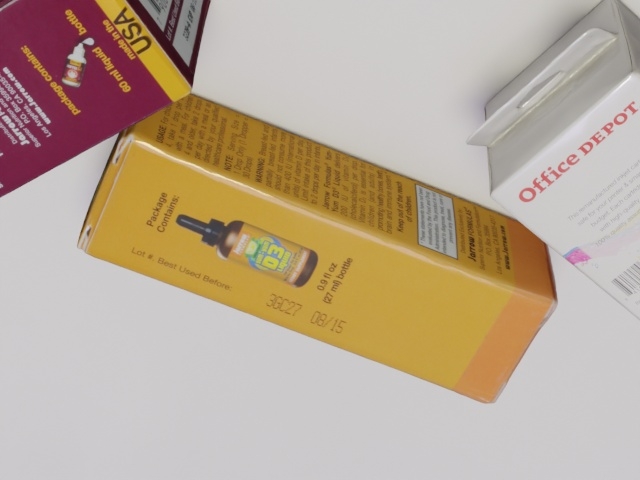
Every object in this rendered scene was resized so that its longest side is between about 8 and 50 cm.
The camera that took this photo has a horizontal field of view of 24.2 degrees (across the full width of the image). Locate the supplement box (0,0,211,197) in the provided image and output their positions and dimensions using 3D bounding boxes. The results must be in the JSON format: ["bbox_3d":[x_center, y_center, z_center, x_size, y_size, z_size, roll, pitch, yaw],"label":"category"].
[{"bbox_3d":[-0.152,-0.081,0.705,0.188,0.104,0.081,-26,119,20],"label":"supplement box"}]

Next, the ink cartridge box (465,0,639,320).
[{"bbox_3d":[0.149,-0.041,0.724,0.143,0.090,0.092,39,117,-19],"label":"ink cartridge box"}]

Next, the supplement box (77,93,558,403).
[{"bbox_3d":[0.000,0.000,0.769,0.233,0.080,0.078,21,122,-12],"label":"supplement box"}]
